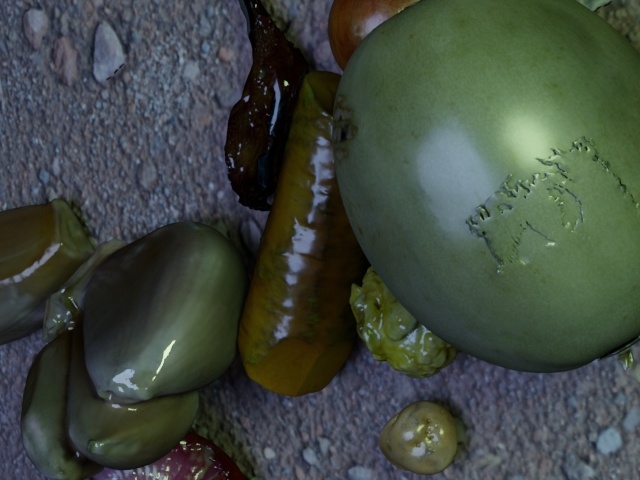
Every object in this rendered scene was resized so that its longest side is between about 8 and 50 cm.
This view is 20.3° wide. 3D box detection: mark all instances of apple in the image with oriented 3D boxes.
[{"bbox_3d":[0.069,-0.183,1.539,0.126,0.126,0.102,1,117,41],"label":"apple"}]

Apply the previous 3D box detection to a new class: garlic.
[{"bbox_3d":[-0.179,0.107,1.759,0.279,0.132,0.325,-52,28,10],"label":"garlic"},{"bbox_3d":[-0.373,0.045,2.003,0.318,0.112,0.143,-19,85,31],"label":"garlic"}]

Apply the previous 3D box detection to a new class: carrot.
[{"bbox_3d":[0.000,0.000,1.654,0.114,0.114,0.301,29,117,32],"label":"carrot"}]

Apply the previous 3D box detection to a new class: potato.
[{"bbox_3d":[0.090,0.185,1.661,0.083,0.062,0.068,147,118,-62],"label":"potato"}]

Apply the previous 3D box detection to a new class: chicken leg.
[{"bbox_3d":[-0.054,-0.152,1.704,0.106,0.051,0.253,10,104,44],"label":"chicken leg"}]

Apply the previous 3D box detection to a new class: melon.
[{"bbox_3d":[0.156,-0.043,1.400,0.268,0.268,0.330,-25,96,42],"label":"melon"}]

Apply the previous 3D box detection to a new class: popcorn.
[{"bbox_3d":[0.080,0.071,1.600,0.121,0.116,0.106,28,136,33],"label":"popcorn"}]

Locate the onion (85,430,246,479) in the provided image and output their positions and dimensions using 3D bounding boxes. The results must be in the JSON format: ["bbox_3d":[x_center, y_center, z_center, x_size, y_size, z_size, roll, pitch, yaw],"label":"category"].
[{"bbox_3d":[-0.179,0.303,1.851,0.163,0.230,0.230,135,115,-81],"label":"onion"}]
